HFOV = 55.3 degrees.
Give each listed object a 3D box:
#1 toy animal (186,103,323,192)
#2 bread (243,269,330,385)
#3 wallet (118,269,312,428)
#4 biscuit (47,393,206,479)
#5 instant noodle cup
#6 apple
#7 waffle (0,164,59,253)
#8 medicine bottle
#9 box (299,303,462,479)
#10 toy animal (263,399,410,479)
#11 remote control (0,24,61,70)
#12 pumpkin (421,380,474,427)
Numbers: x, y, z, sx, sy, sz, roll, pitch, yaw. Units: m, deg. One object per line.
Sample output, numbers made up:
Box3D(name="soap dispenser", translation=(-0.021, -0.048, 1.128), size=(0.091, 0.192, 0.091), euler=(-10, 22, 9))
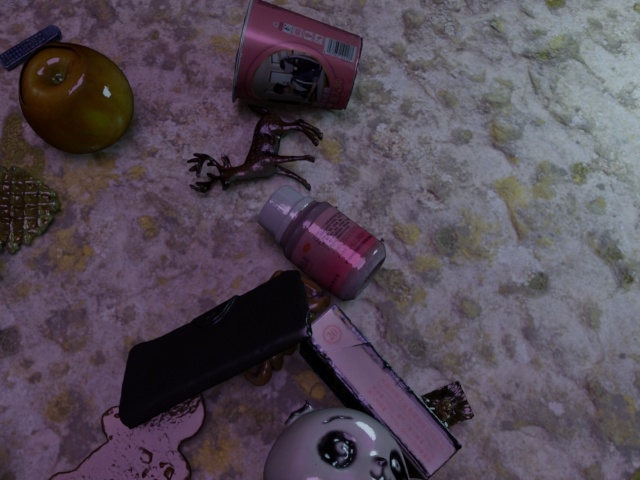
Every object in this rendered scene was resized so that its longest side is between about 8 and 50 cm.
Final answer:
Box3D(name="toy animal", translation=(-0.138, -0.182, 1.319), size=(0.260, 0.087, 0.243), euler=(10, 55, 4))
Box3D(name="bread", translation=(-0.088, 0.161, 1.173), size=(0.134, 0.081, 0.225), euler=(36, 73, 17))
Box3D(name="wallet", translation=(-0.181, 0.180, 1.076), size=(0.377, 0.051, 0.197), euler=(-27, 31, 9))
Box3D(name="biscuit", translation=(-0.324, 0.384, 1.094), size=(0.197, 0.049, 0.301), euler=(40, 73, 3))
Box3D(name="instant noodle cup", translation=(-0.050, -0.388, 1.329), size=(0.255, 0.244, 0.244), euler=(11, 68, -7))
Box3D(name="apple", translation=(-0.508, -0.301, 1.269), size=(0.236, 0.207, 0.237), euler=(0, 66, -1))
Box3D(name="waffle", translation=(-0.645, -0.067, 1.264), size=(0.183, 0.036, 0.169), euler=(34, 73, 11))
Box3D(name="medicine bottle", translation=(0.000, 0.000, 1.207), size=(0.247, 0.147, 0.147), euler=(37, 72, 12))
Box3D(name="box", translation=(0.092, 0.272, 1.074), size=(0.084, 0.198, 0.310), euler=(-39, 76, -14))
Box3D(name="toy animal", translation=(0.009, 0.403, 0.892), size=(0.250, 0.251, 0.310), euler=(16, 61, 4))
Box3D(name="remote control", translation=(-0.672, -0.449, 1.419), size=(0.152, 0.027, 0.043), euler=(-36, 80, -13))
Box3D(name="pumpkin", translation=(0.236, 0.311, 1.142), size=(0.083, 0.054, 0.074), euler=(-21, 66, -5))
